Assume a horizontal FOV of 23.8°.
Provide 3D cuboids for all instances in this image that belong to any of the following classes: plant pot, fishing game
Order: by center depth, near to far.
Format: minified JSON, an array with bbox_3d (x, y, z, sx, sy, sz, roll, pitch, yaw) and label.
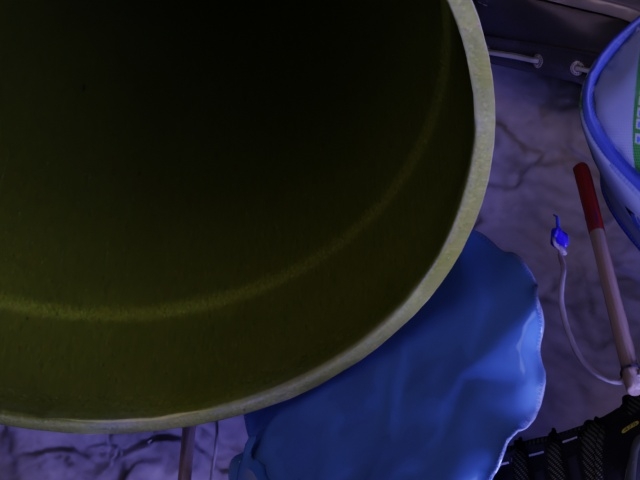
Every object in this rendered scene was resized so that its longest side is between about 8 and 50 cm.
[{"bbox_3d":[0.035,0.077,0.725,0.264,0.041,0.189,-30,40,23],"label":"fishing game"},{"bbox_3d":[-0.111,-0.155,0.768,0.366,0.366,0.353,-14,40,12],"label":"plant pot"}]

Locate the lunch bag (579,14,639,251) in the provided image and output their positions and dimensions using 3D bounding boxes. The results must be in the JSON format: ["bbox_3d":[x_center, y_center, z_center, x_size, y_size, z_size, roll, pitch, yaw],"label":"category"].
[{"bbox_3d":[0.274,-0.046,0.637,0.303,0.115,0.243,-37,61,-1],"label":"lunch bag"}]

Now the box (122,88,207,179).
[{"bbox_3d":[-0.114,-0.040,0.893,0.083,0.018,0.067,-42,58,-5],"label":"box"}]

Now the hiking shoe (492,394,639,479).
[{"bbox_3d":[0.104,0.115,0.695,0.114,0.086,0.227,33,78,27],"label":"hiking shoe"}]

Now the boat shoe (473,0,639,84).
[{"bbox_3d":[0.170,-0.095,0.812,0.206,0.075,0.065,26,117,23],"label":"boat shoe"}]
